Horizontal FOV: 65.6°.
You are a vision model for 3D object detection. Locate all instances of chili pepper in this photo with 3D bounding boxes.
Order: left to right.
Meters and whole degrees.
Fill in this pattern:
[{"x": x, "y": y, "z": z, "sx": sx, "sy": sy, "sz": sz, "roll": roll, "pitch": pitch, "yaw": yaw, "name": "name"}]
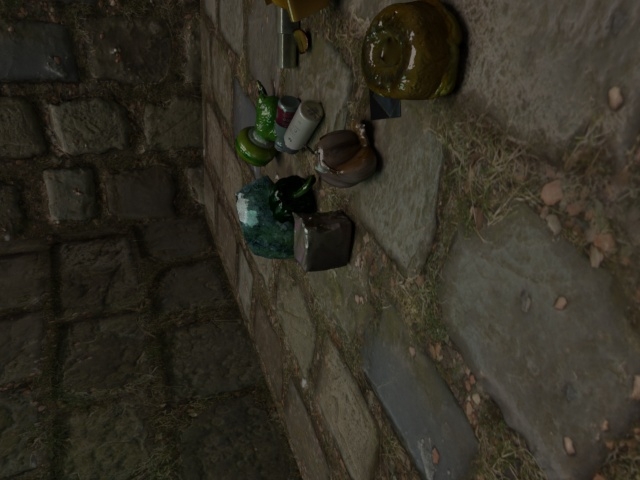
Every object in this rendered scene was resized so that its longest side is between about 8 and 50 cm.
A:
[{"x": -0.266, "y": -0.553, "z": 2.252, "sx": 0.359, "sy": 0.076, "sz": 0.085, "roll": 102, "pitch": 172, "yaw": -46, "name": "chili pepper"}, {"x": -0.105, "y": -0.169, "z": 1.893, "sx": 0.261, "sy": 0.165, "sz": 0.174, "roll": 133, "pitch": 137, "yaw": -61, "name": "chili pepper"}]

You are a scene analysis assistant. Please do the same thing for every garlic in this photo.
[{"x": 0.054, "y": -0.270, "z": 1.412, "sx": 0.207, "sy": 0.256, "sz": 0.207, "roll": -15, "pitch": 61, "yaw": 29, "name": "garlic"}]

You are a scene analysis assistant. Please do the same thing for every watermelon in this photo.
[{"x": -0.212, "y": -0.096, "z": 2.155, "sx": 0.258, "sy": 0.228, "sz": 0.387, "roll": -72, "pitch": -38, "yaw": -65, "name": "watermelon"}]

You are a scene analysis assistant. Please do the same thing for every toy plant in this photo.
[{"x": -0.236, "y": -0.481, "z": 2.127, "sx": 0.316, "sy": 0.184, "sz": 0.224, "roll": -49, "pitch": 59, "yaw": 44, "name": "toy plant"}]

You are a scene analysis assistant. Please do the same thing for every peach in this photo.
[{"x": -0.065, "y": -0.693, "z": 1.726, "sx": 0.077, "sy": 0.050, "sz": 0.083, "roll": 72, "pitch": -174, "yaw": -59, "name": "peach"}]

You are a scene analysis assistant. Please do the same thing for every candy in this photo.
[{"x": 0.000, "y": 0.000, "z": 1.661, "sx": 0.137, "sy": 0.184, "sz": 0.195, "roll": -121, "pitch": 30, "yaw": -52, "name": "candy"}]

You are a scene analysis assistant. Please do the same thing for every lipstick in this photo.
[{"x": -0.120, "y": -0.760, "z": 1.805, "sx": 0.077, "sy": 0.078, "sz": 0.253, "roll": -134, "pitch": 39, "yaw": -53, "name": "lipstick"}]

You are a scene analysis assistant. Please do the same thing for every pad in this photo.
[{"x": 0.165, "y": -0.445, "z": 1.315, "sx": 0.163, "sy": 0.004, "sz": 0.243, "roll": -159, "pitch": 63, "yaw": -65, "name": "pad"}]

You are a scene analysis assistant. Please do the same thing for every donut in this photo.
[{"x": 0.192, "y": -0.415, "z": 1.093, "sx": 0.261, "sy": 0.128, "sz": 0.209, "roll": -153, "pitch": 58, "yaw": -62, "name": "donut"}]

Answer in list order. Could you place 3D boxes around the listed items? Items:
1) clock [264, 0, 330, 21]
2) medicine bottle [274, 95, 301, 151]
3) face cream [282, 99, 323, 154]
[{"x": -0.095, "y": -0.829, "z": 1.418, "sx": 0.244, "sy": 0.200, "sz": 0.317, "roll": 45, "pitch": 169, "yaw": 38, "name": "clock"}, {"x": -0.134, "y": -0.451, "z": 1.940, "sx": 0.217, "sy": 0.090, "sz": 0.090, "roll": 106, "pitch": 147, "yaw": -47, "name": "medicine bottle"}, {"x": -0.078, "y": -0.397, "z": 1.825, "sx": 0.311, "sy": 0.092, "sz": 0.092, "roll": 135, "pitch": 123, "yaw": -65, "name": "face cream"}]
